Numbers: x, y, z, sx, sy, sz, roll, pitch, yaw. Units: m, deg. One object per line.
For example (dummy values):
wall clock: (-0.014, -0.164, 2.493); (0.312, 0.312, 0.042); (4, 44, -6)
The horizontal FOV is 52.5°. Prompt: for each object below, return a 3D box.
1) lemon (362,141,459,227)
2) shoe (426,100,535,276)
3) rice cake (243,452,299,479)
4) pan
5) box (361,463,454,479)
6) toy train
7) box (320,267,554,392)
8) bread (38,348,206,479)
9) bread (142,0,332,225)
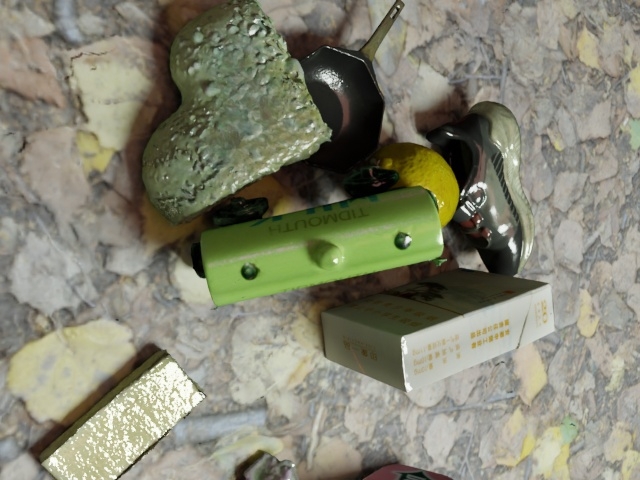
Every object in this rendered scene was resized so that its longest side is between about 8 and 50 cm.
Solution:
lemon: (0.098, -0.057, 0.738); (0.133, 0.109, 0.109); (35, 75, -43)
shoe: (0.194, -0.058, 0.815); (0.112, 0.099, 0.228); (-10, 96, -25)
rice cake: (-0.030, 0.366, 0.730); (0.055, 0.049, 0.270); (-31, 113, -51)
pan: (0.033, -0.162, 0.720); (0.202, 0.048, 0.128); (-39, 115, -23)
box: (0.077, 0.473, 0.748); (0.190, 0.112, 0.370); (-1, 96, -59)
toy train: (0.000, 0.000, 0.615); (0.253, 0.157, 0.105); (-12, 105, -4)
box: (0.137, 0.094, 0.754); (0.233, 0.149, 0.067); (-14, 105, -31)
bread: (-0.187, 0.177, 0.621); (0.153, 0.028, 0.068); (-43, 115, -22)
bread: (-0.073, -0.114, 0.615); (0.172, 0.064, 0.232); (18, 85, -6)
